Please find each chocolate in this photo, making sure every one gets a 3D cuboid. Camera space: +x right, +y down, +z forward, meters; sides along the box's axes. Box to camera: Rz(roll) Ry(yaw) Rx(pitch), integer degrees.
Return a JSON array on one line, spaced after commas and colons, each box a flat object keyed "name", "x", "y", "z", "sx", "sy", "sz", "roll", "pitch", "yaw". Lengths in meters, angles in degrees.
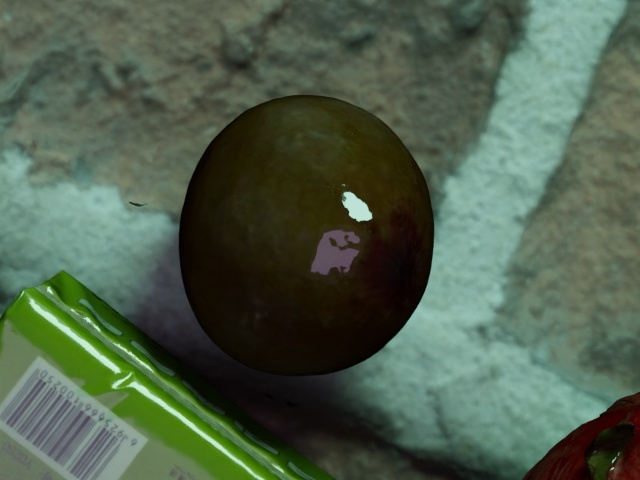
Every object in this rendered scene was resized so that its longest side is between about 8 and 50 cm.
[{"name": "chocolate", "x": 0.000, "y": 0.000, "z": 1.149, "sx": 0.177, "sy": 0.177, "sz": 0.176, "roll": 0, "pitch": 91, "yaw": 0}]

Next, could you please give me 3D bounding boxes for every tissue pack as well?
[{"name": "tissue pack", "x": -0.111, "y": 0.180, "z": 1.154, "sx": 0.275, "sy": 0.167, "sz": 0.200, "roll": 37, "pitch": 92, "yaw": -2}]

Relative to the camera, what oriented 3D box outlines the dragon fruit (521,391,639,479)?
[{"name": "dragon fruit", "x": 0.208, "y": 0.211, "z": 1.124, "sx": 0.244, "sy": 0.244, "sz": 0.299, "roll": 41, "pitch": 109, "yaw": -1}]
